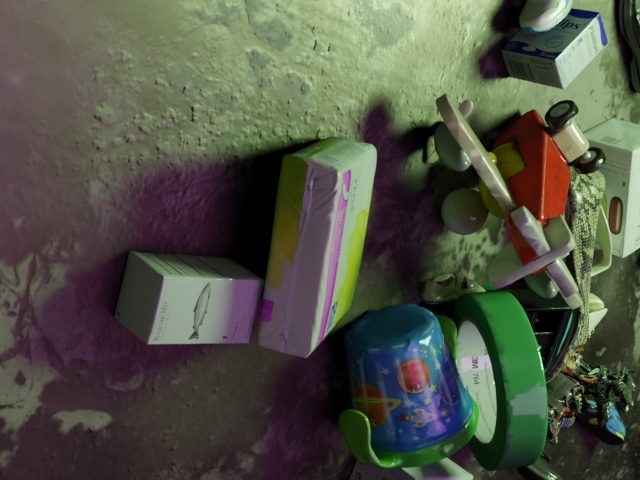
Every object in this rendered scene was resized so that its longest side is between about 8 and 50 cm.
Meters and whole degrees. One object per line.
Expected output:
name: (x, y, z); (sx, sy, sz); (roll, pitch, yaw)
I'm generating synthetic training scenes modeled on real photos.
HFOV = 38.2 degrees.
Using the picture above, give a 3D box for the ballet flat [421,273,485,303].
ballet flat: (0.262, 0.090, 1.777); (0.168, 0.057, 0.052); (-4, 102, -41)

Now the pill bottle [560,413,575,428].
pill bottle: (0.534, 0.409, 2.155); (0.120, 0.067, 0.067); (2, 108, -42)

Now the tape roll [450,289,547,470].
tape roll: (0.316, 0.252, 1.684); (0.077, 0.321, 0.321); (-5, 116, -8)

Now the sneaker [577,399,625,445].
sneaker: (0.705, 0.440, 2.335); (0.209, 0.069, 0.082); (41, 48, -36)

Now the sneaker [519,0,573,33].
sneaker: (0.410, -0.467, 1.637); (0.092, 0.087, 0.228); (40, 74, -37)

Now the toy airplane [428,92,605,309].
toy airplane: (0.332, -0.055, 1.620); (0.384, 0.272, 0.386); (-1, 77, -54)

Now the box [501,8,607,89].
box: (0.420, -0.350, 1.663); (0.137, 0.126, 0.072); (-45, 131, -17)

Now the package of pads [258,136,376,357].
package of pads: (0.000, 0.000, 1.406); (0.229, 0.101, 0.296); (-40, 142, -68)

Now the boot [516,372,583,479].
boot: (0.476, 0.382, 1.970); (0.229, 0.263, 0.091); (-39, 148, -13)

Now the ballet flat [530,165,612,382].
ballet flat: (0.521, 0.077, 1.916); (0.182, 0.164, 0.482); (-9, 113, -24)

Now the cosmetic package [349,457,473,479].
cosmetic package: (0.168, 0.491, 1.809); (0.184, 0.151, 0.151); (14, 100, -44)

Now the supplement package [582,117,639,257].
supplement package: (0.627, -0.111, 1.946); (0.134, 0.139, 0.244); (-25, 124, -33)

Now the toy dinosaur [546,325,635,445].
toy dinosaur: (0.581, 0.312, 2.085); (0.164, 0.218, 0.322); (45, 70, -86)

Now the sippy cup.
sippy cup: (0.146, 0.243, 1.641); (0.240, 0.305, 0.224); (-13, 111, 3)

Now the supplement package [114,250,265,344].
supplement package: (-0.188, 0.084, 1.338); (0.179, 0.105, 0.105); (4, 107, -42)

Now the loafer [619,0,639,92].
loafer: (0.680, -0.412, 1.893); (0.096, 0.084, 0.267); (-43, 132, -18)

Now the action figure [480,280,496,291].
action figure: (0.358, 0.202, 1.905); (0.137, 0.063, 0.232); (-43, 129, -3)

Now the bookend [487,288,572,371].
bookend: (0.393, 0.178, 1.821); (0.157, 0.072, 0.156); (1, 120, -20)
